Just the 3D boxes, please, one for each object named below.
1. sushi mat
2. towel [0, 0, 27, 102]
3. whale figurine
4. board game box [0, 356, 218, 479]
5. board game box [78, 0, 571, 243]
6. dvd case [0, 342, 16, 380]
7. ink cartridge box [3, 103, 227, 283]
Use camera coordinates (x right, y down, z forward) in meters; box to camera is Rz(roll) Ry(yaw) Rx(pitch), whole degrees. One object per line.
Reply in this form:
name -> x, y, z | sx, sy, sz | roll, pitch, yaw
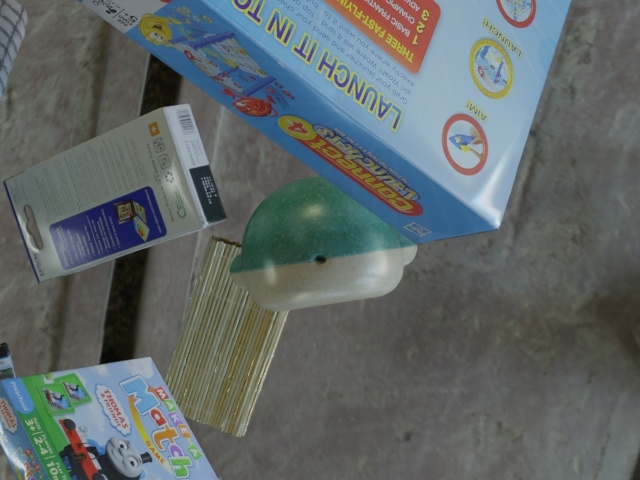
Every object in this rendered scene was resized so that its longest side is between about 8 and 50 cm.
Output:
sushi mat -> -0.143, 0.153, 1.523 | 0.151, 0.019, 0.316 | 19, 111, -2
towel -> -0.354, -0.159, 0.665 | 0.121, 0.235, 0.284 | -30, 130, 25
whale figurine -> 0.000, 0.000, 1.122 | 0.216, 0.272, 0.141 | -9, 91, 3
board game box -> -0.198, 0.193, 0.915 | 0.039, 0.211, 0.160 | -39, 73, 21
board game box -> 0.036, -0.204, 0.677 | 0.308, 0.086, 0.302 | 35, 64, -27
dvd case -> -0.537, 0.218, 1.426 | 0.180, 0.253, 0.022 | -14, 71, -19
ink cartridge box -> -0.315, -0.062, 1.456 | 0.371, 0.069, 0.175 | -17, 93, 33
